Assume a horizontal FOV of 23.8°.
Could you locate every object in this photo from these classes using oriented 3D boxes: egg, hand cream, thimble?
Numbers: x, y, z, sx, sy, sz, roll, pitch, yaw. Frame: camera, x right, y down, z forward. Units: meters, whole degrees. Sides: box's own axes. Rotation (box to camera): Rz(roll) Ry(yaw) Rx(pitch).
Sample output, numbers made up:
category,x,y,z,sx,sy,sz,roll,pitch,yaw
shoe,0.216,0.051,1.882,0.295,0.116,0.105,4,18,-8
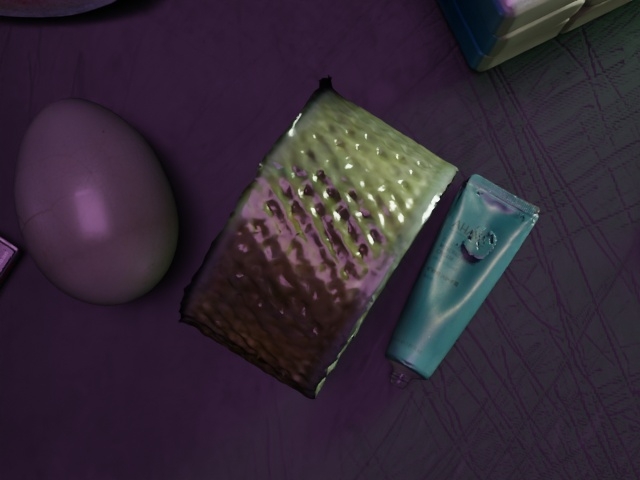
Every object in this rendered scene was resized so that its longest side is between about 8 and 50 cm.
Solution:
category,x,y,z,sx,sy,sz,roll,pitch,yaw
egg,-0.220,-0.038,1.469,0.151,0.151,0.209,-23,82,2
hand cream,0.131,0.047,1.505,0.083,0.048,0.224,28,84,6
thimble,0.000,0.000,1.400,0.150,0.271,0.271,32,90,3

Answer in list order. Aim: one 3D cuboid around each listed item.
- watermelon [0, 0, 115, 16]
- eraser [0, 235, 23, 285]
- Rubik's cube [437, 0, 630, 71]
category,x,y,z,sx,sy,sz,roll,pitch,yaw
watermelon,-0.277,-0.346,1.500,0.321,0.188,0.175,-8,55,10
eraser,-0.355,0.046,1.533,0.052,0.029,0.122,34,89,5
Rubik's cube,0.216,-0.360,1.389,0.291,0.292,0.290,-26,86,1
